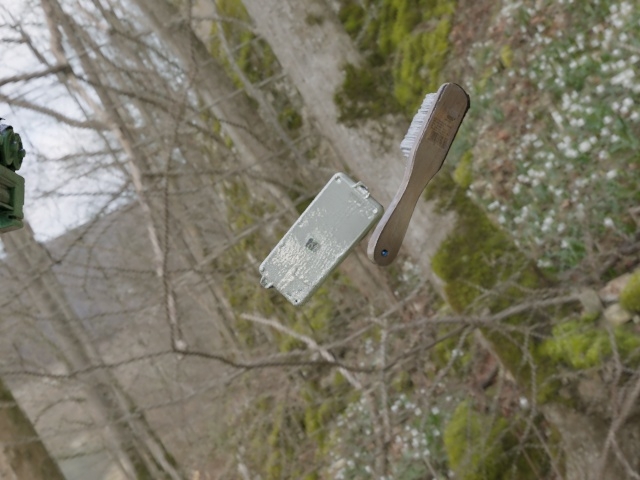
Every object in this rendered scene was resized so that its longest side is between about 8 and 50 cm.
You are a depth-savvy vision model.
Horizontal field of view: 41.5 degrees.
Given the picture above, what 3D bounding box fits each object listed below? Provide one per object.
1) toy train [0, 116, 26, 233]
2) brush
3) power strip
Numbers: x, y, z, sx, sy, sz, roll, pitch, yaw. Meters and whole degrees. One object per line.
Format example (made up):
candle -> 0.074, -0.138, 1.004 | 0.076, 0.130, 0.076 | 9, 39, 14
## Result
toy train -> -0.346, -0.068, 0.861 | 0.071, 0.111, 0.170 | 0, -4, -6
brush -> 0.147, -0.110, 1.375 | 0.065, 0.070, 0.327 | 10, 72, 54
power strip -> 0.000, 0.000, 1.108 | 0.192, 0.081, 0.035 | -50, -9, 12
